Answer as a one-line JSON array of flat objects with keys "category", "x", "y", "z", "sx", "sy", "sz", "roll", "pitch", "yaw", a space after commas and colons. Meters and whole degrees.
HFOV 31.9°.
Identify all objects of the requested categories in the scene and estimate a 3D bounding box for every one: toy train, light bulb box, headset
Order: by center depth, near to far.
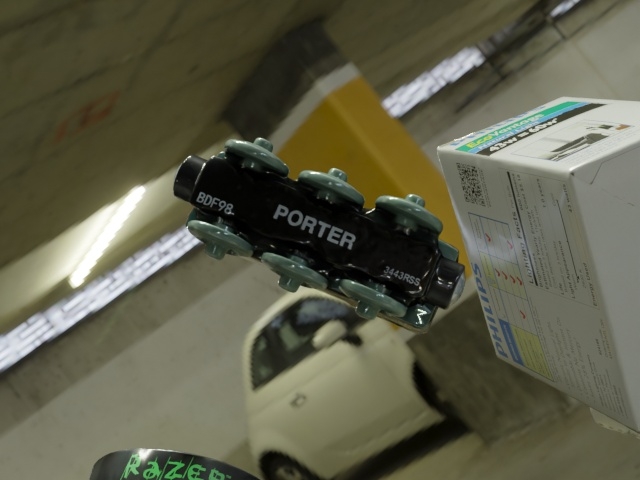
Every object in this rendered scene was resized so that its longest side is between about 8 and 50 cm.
[{"category": "toy train", "x": 0.000, "y": 0.000, "z": 1.230, "sx": 0.190, "sy": 0.334, "sz": 0.142, "roll": 63, "pitch": -131, "yaw": -76}, {"category": "headset", "x": -0.164, "y": 0.350, "z": 1.447, "sx": 0.394, "sy": 0.243, "sz": 0.185, "roll": 93, "pitch": -173, "yaw": -54}, {"category": "light bulb box", "x": 0.371, "y": 0.011, "z": 1.510, "sx": 0.225, "sy": 0.357, "sz": 0.361, "roll": -22, "pitch": 16, "yaw": -15}]

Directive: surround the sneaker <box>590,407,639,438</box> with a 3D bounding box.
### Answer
[{"category": "sneaker", "x": 0.519, "y": 0.283, "z": 1.704, "sx": 0.108, "sy": 0.292, "sz": 0.169, "roll": -44, "pitch": 19, "yaw": -25}]
